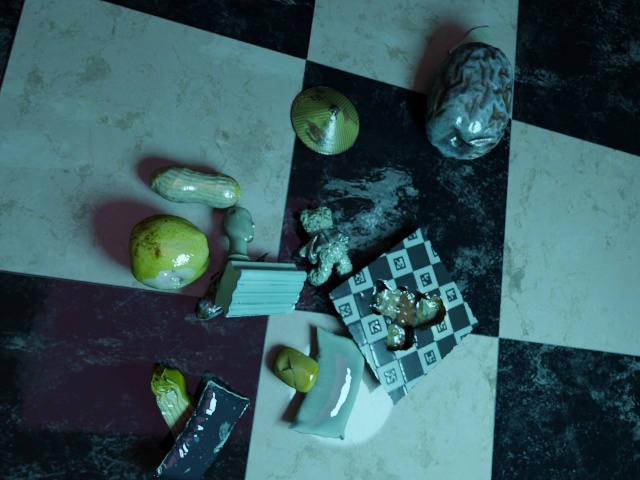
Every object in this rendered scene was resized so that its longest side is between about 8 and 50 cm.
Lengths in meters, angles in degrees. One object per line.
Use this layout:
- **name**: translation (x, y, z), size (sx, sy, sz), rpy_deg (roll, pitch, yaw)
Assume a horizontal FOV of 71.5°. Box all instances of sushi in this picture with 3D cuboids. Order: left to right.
- **sushi**: translation (0.209, 0.184, 1.158), size (0.339, 0.069, 0.320), rpy_deg (-34, 95, -24)

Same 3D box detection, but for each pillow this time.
- **pillow**: translation (-0.250, 0.421, 0.966), size (0.141, 0.055, 0.208), rpy_deg (48, 66, -42)
- **pillow**: translation (0.025, 0.341, 1.069), size (0.144, 0.078, 0.254), rpy_deg (20, 76, -9)

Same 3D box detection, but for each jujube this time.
- **jujube**: translation (0.410, -0.385, 1.222), size (0.226, 0.226, 0.317), rpy_deg (24, 71, -13)

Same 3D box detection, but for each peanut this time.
- **peanut**: translation (-0.287, -0.123, 1.031), size (0.206, 0.087, 0.087), rpy_deg (8, 80, -17)

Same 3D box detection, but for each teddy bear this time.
- **teddy bear**: translation (0.009, 0.004, 1.093), size (0.133, 0.111, 0.213), rpy_deg (-17, 89, -22)

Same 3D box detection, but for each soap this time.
- **soap**: translation (-0.130, 0.107, 0.999), size (0.198, 0.063, 0.115), rpy_deg (8, 108, -48)

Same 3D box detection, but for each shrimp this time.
- **shrimp**: translation (-0.201, 0.098, 1.037), size (0.090, 0.079, 0.233), rpy_deg (41, 65, 8)

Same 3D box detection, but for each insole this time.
- **insole**: translation (0.463, -0.607, 1.366), size (0.192, 0.010, 0.063), rpy_deg (-37, 95, -18)

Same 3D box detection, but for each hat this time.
- **hat**: translation (0.025, -0.327, 1.158), size (0.193, 0.082, 0.193), rpy_deg (2, 81, -16)

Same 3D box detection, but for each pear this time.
- **pear**: translation (-0.323, 0.026, 0.960), size (0.178, 0.178, 0.178), rpy_deg (2, 82, -17)

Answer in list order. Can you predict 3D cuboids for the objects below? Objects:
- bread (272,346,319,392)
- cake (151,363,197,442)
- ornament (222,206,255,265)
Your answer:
- **bread**: translation (-0.062, 0.298, 1.034), size (0.115, 0.056, 0.082), rpy_deg (27, 82, 30)
- **cake**: translation (-0.306, 0.349, 0.953), size (0.079, 0.116, 0.185), rpy_deg (-15, 83, -20)
- **ornament**: translation (-0.187, -0.010, 1.031), size (0.081, 0.075, 0.156), rpy_deg (-18, 52, 13)
